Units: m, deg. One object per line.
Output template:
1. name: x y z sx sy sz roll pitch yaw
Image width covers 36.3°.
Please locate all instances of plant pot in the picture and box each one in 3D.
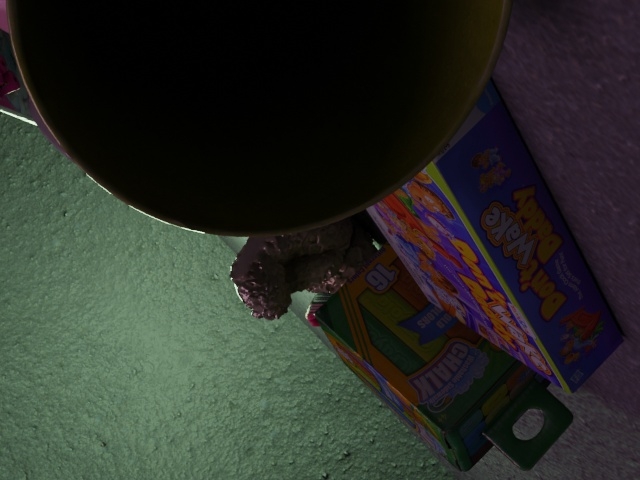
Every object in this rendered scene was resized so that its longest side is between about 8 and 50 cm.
1. plant pot: -0.060 -0.190 0.639 0.275 0.275 0.293 52 -176 -32

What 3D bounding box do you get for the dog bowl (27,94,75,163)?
1. dog bowl: -0.252 -0.178 1.387 0.349 0.102 0.349 29 -157 -14

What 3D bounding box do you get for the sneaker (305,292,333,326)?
1. sneaker: 0.099 0.191 1.853 0.299 0.112 0.121 39 168 35

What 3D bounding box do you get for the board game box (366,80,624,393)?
1. board game box: 0.124 -0.030 0.923 0.233 0.078 0.347 33 164 53

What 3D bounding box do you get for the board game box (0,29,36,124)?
1. board game box: -0.468 -0.361 1.493 0.390 0.050 0.390 20 -131 -77

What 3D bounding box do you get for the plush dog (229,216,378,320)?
1. plush dog: 0.000 0.000 1.422 0.225 0.210 0.262 36 -153 -38

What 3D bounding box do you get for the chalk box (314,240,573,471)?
1. chalk box: 0.166 0.147 1.183 0.289 0.180 0.179 39 169 29

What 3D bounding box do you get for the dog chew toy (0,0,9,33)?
1. dog chew toy: -0.373 -0.409 1.182 0.206 0.206 0.332 35 158 48
